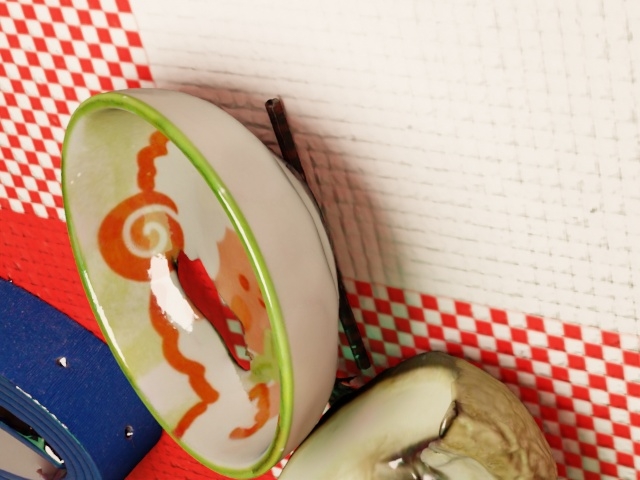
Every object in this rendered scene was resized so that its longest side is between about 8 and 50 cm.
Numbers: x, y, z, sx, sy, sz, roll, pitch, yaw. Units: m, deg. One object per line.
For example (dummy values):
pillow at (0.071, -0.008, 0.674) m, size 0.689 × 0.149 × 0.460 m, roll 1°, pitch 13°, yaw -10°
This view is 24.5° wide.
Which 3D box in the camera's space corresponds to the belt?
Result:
belt at (-0.335, 0.152, 1.530) m, size 0.347 × 0.117 × 0.212 m, roll 26°, pitch 136°, yaw 16°

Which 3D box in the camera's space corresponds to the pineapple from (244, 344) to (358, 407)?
pineapple at (-0.007, 0.118, 1.288) m, size 0.124 × 0.058 × 0.058 m, roll 44°, pitch 140°, yaw -10°

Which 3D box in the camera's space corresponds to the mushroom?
mushroom at (0.080, 0.222, 1.204) m, size 0.164 × 0.189 × 0.267 m, roll 30°, pitch 100°, yaw -22°

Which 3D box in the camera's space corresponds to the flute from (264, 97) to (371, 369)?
flute at (0.000, 0.000, 1.205) m, size 0.014 × 0.014 × 0.269 m, roll 5°, pitch 127°, yaw 36°

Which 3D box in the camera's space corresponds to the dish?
dish at (-0.074, 0.019, 1.173) m, size 0.324 × 0.124 × 0.324 m, roll 37°, pitch 140°, yaw 40°
